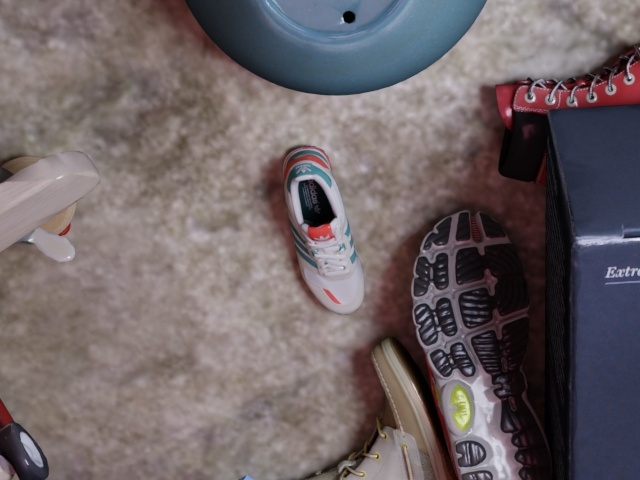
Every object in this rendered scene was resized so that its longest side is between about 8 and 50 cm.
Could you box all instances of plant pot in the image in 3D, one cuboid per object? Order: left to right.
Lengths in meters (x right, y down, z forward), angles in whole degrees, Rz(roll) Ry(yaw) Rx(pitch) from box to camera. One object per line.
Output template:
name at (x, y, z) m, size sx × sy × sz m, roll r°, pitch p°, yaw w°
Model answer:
plant pot at (0.013, -0.242, 1.434) m, size 0.290 × 0.195 × 0.290 m, roll 0°, pitch 108°, yaw 1°

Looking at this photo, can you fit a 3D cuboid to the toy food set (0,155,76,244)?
toy food set at (-0.260, -0.036, 1.599) m, size 0.083 × 0.020 × 0.083 m, roll 25°, pitch 107°, yaw -7°

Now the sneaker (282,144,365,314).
sneaker at (0.000, 0.000, 1.575) m, size 0.057 × 0.075 × 0.161 m, roll -13°, pitch 107°, yaw 5°

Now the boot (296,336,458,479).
boot at (0.038, 0.205, 1.644) m, size 0.165 × 0.077 × 0.213 m, roll -18°, pitch 108°, yaw 9°

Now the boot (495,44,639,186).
boot at (0.252, -0.142, 1.521) m, size 0.176 × 0.088 × 0.244 m, roll 22°, pitch 111°, yaw -4°

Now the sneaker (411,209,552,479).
sneaker at (0.133, 0.114, 1.597) m, size 0.107 × 0.118 × 0.279 m, roll -6°, pitch 86°, yaw -7°

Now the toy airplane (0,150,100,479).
toy airplane at (-0.406, 0.069, 1.496) m, size 0.386 × 0.272 × 0.384 m, roll -2°, pitch 134°, yaw -30°

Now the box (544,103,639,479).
box at (0.342, 0.098, 1.485) m, size 0.294 × 0.212 × 0.395 m, roll -3°, pitch 123°, yaw 2°

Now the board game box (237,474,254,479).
board game box at (-0.042, 0.323, 1.665) m, size 0.211 × 0.039 × 0.160 m, roll 42°, pitch 135°, yaw -12°
